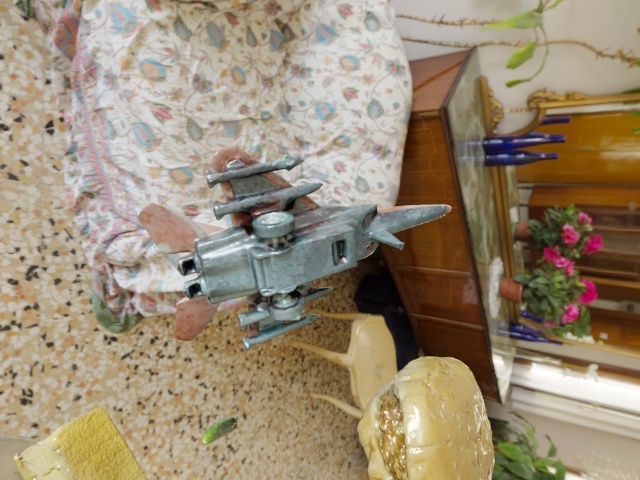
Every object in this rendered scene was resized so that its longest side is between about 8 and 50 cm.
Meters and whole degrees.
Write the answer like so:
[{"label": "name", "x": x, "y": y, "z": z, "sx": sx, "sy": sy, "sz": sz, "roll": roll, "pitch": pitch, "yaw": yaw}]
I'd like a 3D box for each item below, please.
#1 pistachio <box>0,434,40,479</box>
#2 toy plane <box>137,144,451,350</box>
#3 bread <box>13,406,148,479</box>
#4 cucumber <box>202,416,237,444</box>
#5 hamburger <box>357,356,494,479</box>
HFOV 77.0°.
[{"label": "pistachio", "x": -0.858, "y": 0.661, "z": 1.125, "sx": 0.332, "sy": 0.226, "sz": 0.207, "roll": 27, "pitch": 65, "yaw": -33}, {"label": "toy plane", "x": 0.002, "y": 0.003, "z": 0.417, "sx": 0.327, "sy": 0.104, "sz": 0.222, "roll": -11, "pitch": 115, "yaw": -10}, {"label": "bread", "x": -0.499, "y": 0.528, "z": 0.878, "sx": 0.114, "sy": 0.274, "sz": 0.185, "roll": -40, "pitch": 171, "yaw": 5}, {"label": "cucumber", "x": -0.233, "y": 0.446, "z": 0.959, "sx": 0.168, "sy": 0.039, "sz": 0.039, "roll": 33, "pitch": 65, "yaw": -72}, {"label": "hamburger", "x": 0.183, "y": 0.317, "z": 0.628, "sx": 0.283, "sy": 0.145, "sz": 0.259, "roll": -16, "pitch": 84, "yaw": -64}]
